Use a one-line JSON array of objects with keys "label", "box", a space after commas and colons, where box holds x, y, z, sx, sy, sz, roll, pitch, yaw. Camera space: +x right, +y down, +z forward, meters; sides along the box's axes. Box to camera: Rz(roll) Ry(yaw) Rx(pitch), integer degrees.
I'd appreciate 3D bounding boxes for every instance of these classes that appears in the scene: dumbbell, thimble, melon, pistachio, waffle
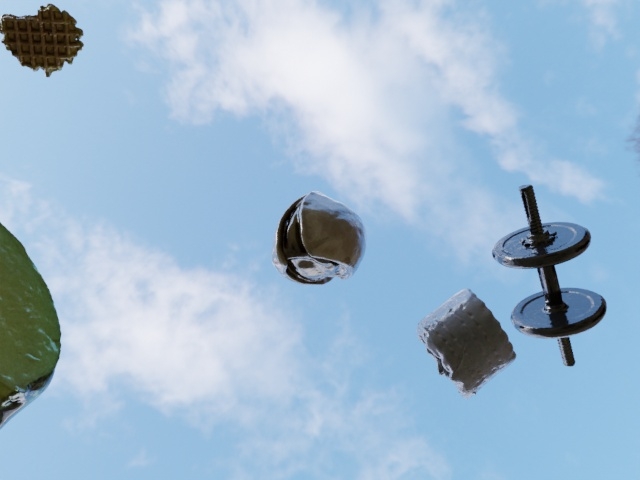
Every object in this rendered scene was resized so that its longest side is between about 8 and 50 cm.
[{"label": "dumbbell", "box": [0.168, 0.028, 0.445, 0.069, 0.069, 0.147, -19, -74, -2]}, {"label": "thimble", "box": [0.232, 0.166, 0.981, 0.118, 0.127, 0.151, -36, -62, -3]}, {"label": "melon", "box": [-0.516, 0.110, 0.785, 0.343, 0.226, 0.331, 48, -124, -2]}, {"label": "pistachio", "box": [0.000, 0.000, 0.966, 0.138, 0.238, 0.153, -25, -86, 19]}, {"label": "waffle", "box": [-0.311, -0.227, 0.679, 0.085, 0.016, 0.078, -25, -52, 6]}]
